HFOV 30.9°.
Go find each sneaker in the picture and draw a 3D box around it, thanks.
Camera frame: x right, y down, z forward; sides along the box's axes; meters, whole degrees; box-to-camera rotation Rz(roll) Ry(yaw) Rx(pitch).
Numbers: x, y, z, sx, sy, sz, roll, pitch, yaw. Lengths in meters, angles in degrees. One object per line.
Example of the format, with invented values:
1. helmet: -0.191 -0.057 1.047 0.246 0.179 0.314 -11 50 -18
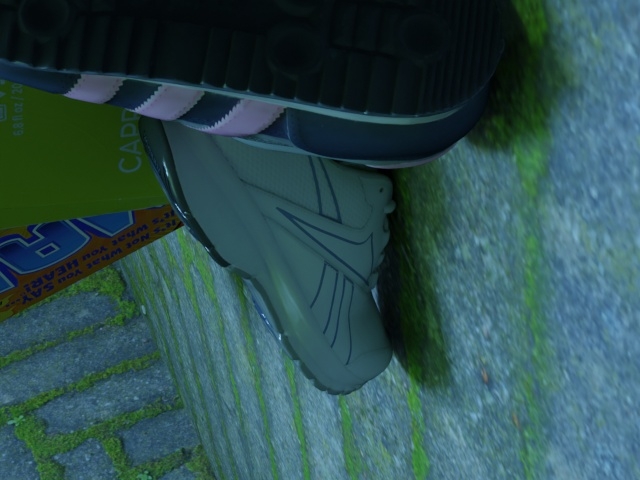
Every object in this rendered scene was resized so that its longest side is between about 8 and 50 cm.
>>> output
1. sneaker: 0.000 0.000 0.767 0.111 0.129 0.297 55 178 41
2. sneaker: -0.075 -0.097 0.570 0.131 0.318 0.112 84 -156 -74

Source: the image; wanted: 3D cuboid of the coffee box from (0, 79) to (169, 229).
1. coffee box: -0.266 -0.227 0.739 0.338 0.338 0.334 102 151 -43

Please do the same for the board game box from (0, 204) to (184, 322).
1. board game box: -0.363 -0.163 1.203 0.356 0.356 0.356 64 -177 24
